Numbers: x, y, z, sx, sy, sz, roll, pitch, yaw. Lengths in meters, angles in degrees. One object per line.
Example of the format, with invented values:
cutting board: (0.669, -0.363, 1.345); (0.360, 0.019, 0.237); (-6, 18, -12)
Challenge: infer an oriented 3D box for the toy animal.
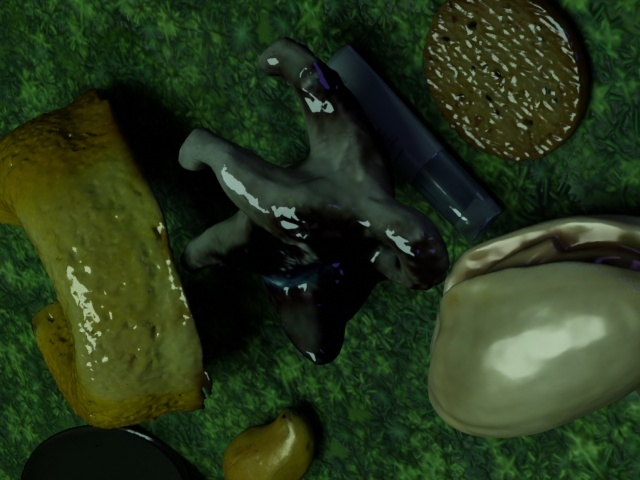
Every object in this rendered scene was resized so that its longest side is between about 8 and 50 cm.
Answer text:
toy animal: (0.000, 0.000, 1.495); (0.302, 0.194, 0.344); (39, 156, 16)

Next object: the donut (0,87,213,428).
donut: (-0.288, 0.041, 1.734); (0.377, 0.163, 0.435); (22, 127, 65)

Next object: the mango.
mango: (-0.065, 0.285, 1.824); (0.098, 0.075, 0.190); (50, 130, 1)

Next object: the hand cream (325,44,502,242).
hand cream: (0.091, -0.102, 1.482); (0.255, 0.048, 0.079); (48, 131, 14)

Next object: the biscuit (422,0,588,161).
biscuit: (0.183, -0.169, 1.371); (0.188, 0.027, 0.188); (23, 128, 33)

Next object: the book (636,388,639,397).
book: (0.387, 0.119, 1.354); (0.198, 0.016, 0.138); (-29, 92, 47)

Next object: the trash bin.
trash bin: (-0.341, 0.515, 2.066); (0.280, 0.280, 0.432); (31, 127, 26)

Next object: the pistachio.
pistachio: (0.233, 0.088, 1.357); (0.318, 0.193, 0.214); (-25, 120, 38)
